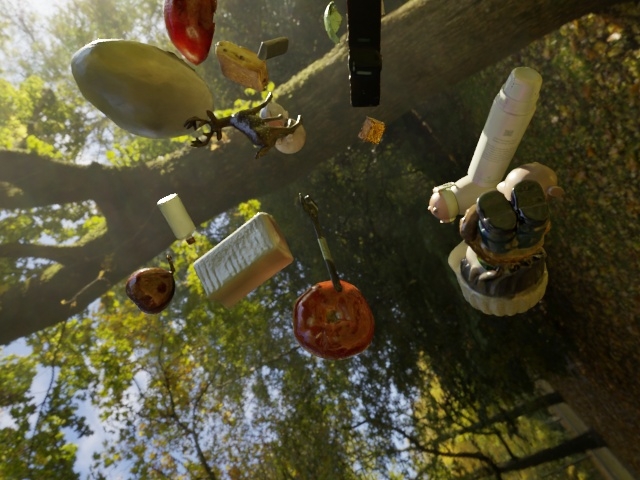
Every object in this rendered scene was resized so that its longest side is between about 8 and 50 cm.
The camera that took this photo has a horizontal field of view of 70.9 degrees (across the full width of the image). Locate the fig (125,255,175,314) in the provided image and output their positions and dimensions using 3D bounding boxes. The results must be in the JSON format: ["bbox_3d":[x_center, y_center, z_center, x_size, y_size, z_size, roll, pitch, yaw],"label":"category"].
[{"bbox_3d":[-0.694,0.189,1.931,0.204,0.249,0.186,54,173,-6],"label":"fig"}]

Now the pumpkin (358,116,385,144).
[{"bbox_3d":[0.165,-0.354,1.448,0.083,0.074,0.054,3,-150,-47],"label":"pumpkin"}]

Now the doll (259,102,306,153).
[{"bbox_3d":[-0.155,-0.452,1.793,0.151,0.151,0.287,62,-172,19],"label":"doll"}]

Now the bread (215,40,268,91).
[{"bbox_3d":[-0.334,-0.762,1.964,0.235,0.099,0.210,27,169,4],"label":"bread"}]

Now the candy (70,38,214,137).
[{"bbox_3d":[-0.550,-0.448,1.388,0.427,0.386,0.186,38,-130,-63],"label":"candy"}]

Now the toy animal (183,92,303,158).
[{"bbox_3d":[-0.203,-0.302,1.181,0.243,0.260,0.087,35,147,39],"label":"toy animal"}]

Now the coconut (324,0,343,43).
[{"bbox_3d":[0.045,-0.812,1.671,0.158,0.055,0.133,-77,-29,-45],"label":"coconut"}]

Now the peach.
[{"bbox_3d":[-0.428,-0.712,1.454,0.154,0.267,0.159,-1,-153,-32],"label":"peach"}]

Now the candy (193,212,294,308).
[{"bbox_3d":[-0.294,0.074,1.722,0.208,0.358,0.145,58,-173,33],"label":"candy"}]

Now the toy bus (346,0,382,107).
[{"bbox_3d":[0.111,-0.541,1.126,0.092,0.093,0.409,-80,-11,-49],"label":"toy bus"}]

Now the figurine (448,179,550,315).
[{"bbox_3d":[0.364,0.038,0.886,0.332,0.185,0.205,55,-159,-71],"label":"figurine"}]

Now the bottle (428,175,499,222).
[{"bbox_3d":[0.507,-0.149,1.620,0.147,0.236,0.148,-19,-90,-84],"label":"bottle"}]

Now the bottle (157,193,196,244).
[{"bbox_3d":[-0.663,-0.090,2.117,0.104,0.104,0.245,-92,-20,-68],"label":"bottle"}]

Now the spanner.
[{"bbox_3d":[0.000,0.000,1.249,0.087,0.024,0.316,34,-147,-59],"label":"spanner"}]

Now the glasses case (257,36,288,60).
[{"bbox_3d":[-0.195,-0.804,1.883,0.042,0.072,0.190,30,-142,8],"label":"glasses case"}]

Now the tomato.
[{"bbox_3d":[0.048,0.286,1.587,0.226,0.298,0.299,78,168,-62],"label":"tomato"}]

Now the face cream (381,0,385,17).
[{"bbox_3d":[0.142,-0.824,1.399,0.077,0.077,0.250,-80,-23,-73],"label":"face cream"}]

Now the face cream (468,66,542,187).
[{"bbox_3d":[0.474,-0.285,1.162,0.346,0.102,0.102,91,158,-55],"label":"face cream"}]

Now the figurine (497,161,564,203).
[{"bbox_3d":[0.524,-0.133,1.122,0.125,0.125,0.138,50,-169,-32],"label":"figurine"}]
